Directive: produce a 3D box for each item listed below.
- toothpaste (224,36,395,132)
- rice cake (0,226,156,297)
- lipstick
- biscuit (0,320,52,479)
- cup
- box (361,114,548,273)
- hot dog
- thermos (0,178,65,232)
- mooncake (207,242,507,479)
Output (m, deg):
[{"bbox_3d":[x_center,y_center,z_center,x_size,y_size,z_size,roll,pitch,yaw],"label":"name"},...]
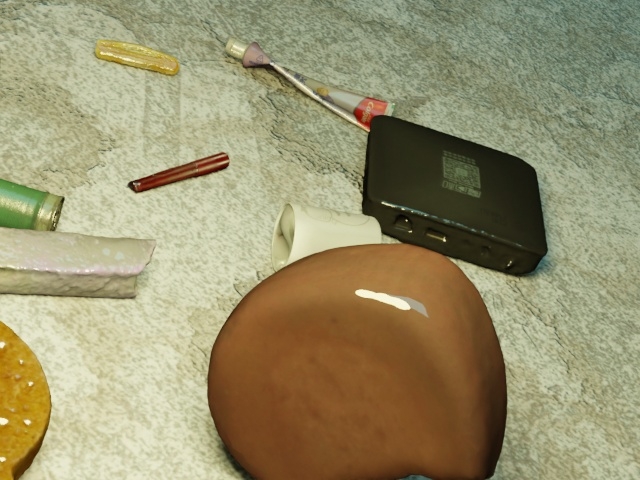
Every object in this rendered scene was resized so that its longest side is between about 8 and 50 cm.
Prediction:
[{"bbox_3d":[-0.021,-0.262,2.224,0.301,0.048,0.075,26,31,1],"label":"toothpaste"},{"bbox_3d":[-0.391,0.027,1.611,0.399,0.064,0.070,3,49,-26],"label":"rice cake"},{"bbox_3d":[-0.202,-0.097,1.916,0.176,0.027,0.027,-21,53,-43],"label":"lipstick"},{"bbox_3d":[-0.443,0.202,1.344,0.350,0.070,0.394,39,38,19],"label":"biscuit"},{"bbox_3d":[0.004,-0.007,1.847,0.133,0.099,0.136,9,38,-19],"label":"cup"},{"bbox_3d":[0.206,-0.077,2.080,0.290,0.073,0.289,17,35,-8],"label":"box"},{"bbox_3d":[-0.292,-0.293,2.124,0.137,0.028,0.044,9,63,-15],"label":"hot dog"},{"bbox_3d":[-0.424,-0.053,1.690,0.188,0.073,0.083,18,36,-7],"label":"thermos"},{"bbox_3d":[0.053,0.155,1.468,0.334,0.326,0.174,38,28,4],"label":"mooncake"}]
